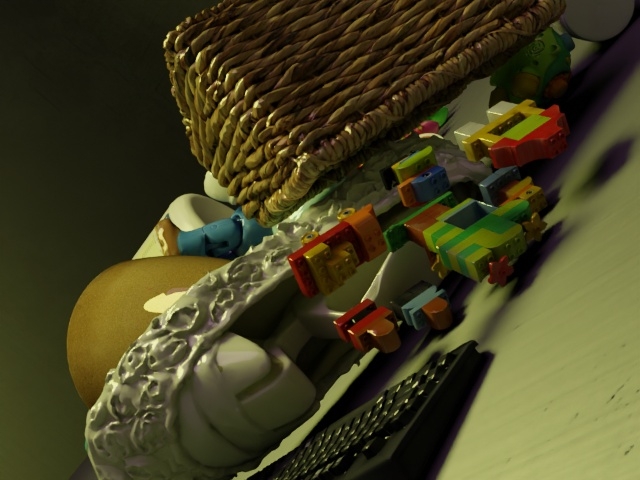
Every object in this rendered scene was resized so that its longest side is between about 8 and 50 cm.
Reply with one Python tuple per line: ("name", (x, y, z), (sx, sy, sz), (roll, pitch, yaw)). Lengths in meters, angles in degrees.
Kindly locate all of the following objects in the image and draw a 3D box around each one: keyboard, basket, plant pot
("keyboard", (-0.028, 0.180, 0.635), (0.317, 0.033, 0.201), (-44, 7, 49))
("basket", (0.044, -0.130, 0.921), (0.299, 0.223, 0.213), (-36, -33, -21))
("plant pot", (-0.142, 0.116, 1.191), (0.254, 0.237, 0.237), (-17, 28, 51))

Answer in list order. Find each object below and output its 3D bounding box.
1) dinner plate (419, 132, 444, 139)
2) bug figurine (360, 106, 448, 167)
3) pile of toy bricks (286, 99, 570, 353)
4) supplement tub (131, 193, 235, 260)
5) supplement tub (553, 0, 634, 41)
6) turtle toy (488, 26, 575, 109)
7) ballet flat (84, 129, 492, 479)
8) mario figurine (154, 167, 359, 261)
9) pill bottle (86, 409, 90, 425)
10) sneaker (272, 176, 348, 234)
("dinner plate", (0.108, -0.071, 1.230), (0.141, 0.017, 0.141), (-36, 33, 28))
("bug figurine", (0.113, -0.140, 1.613), (0.216, 0.072, 0.279), (-40, 3, 22))
("pile of toy bricks", (0.095, -0.001, 0.663), (0.212, 0.118, 0.105), (-34, 29, -18))
("supplement tub", (-0.236, 0.108, 1.717), (0.325, 0.235, 0.235), (-53, 4, 14))
("supplement tub", (0.270, -0.236, 0.992), (0.071, 0.071, 0.107), (-47, 6, 13))
("turtle toy", (0.210, -0.167, 0.991), (0.130, 0.066, 0.095), (146, 139, -71))
("ballet flat", (-0.014, 0.062, 0.766), (0.409, 0.147, 0.147), (-44, 4, -11))
("mario figurine", (-0.072, -0.031, 1.431), (0.320, 0.170, 0.198), (-20, -12, -7))
("pill bottle", (-0.241, 0.221, 1.460), (0.272, 0.152, 0.152), (-45, 6, 40))
("sneaker", (0.000, 0.000, 1.032), (0.135, 0.150, 0.366), (-49, 8, 7))
